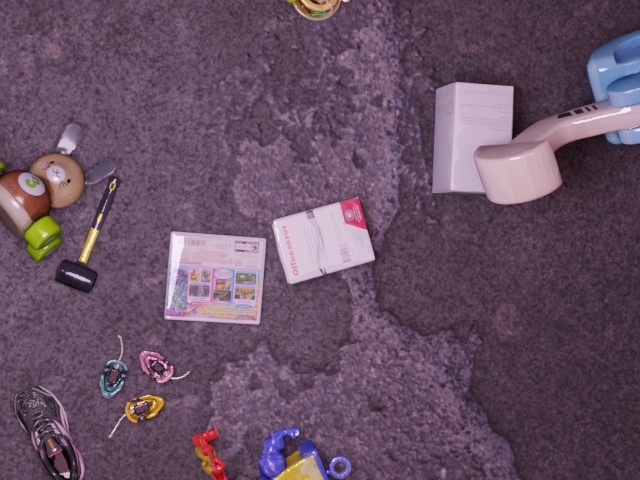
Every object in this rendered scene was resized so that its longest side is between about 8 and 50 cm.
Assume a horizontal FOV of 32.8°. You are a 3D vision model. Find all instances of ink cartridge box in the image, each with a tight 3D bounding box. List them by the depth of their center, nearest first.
[{"bbox_3d":[0.000,0.000,1.782,0.150,0.063,0.109,-15,94,-10],"label":"ink cartridge box"}]

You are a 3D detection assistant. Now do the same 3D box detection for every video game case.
[{"bbox_3d":[-0.172,0.062,1.772,0.157,0.019,0.143,4,91,-12],"label":"video game case"}]

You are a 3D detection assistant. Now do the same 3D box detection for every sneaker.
[{"bbox_3d":[-0.419,0.308,1.697,0.072,0.077,0.178,-32,96,-10],"label":"sneaker"}]

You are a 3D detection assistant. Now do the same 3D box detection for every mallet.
[{"bbox_3d":[-0.369,-0.014,1.725,0.062,0.039,0.189,14,84,-9],"label":"mallet"}]

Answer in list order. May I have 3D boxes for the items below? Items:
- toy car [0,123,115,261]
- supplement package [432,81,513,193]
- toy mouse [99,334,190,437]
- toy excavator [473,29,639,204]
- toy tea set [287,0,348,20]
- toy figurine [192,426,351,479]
[{"bbox_3d":[-0.413,-0.091,1.667,0.188,0.149,0.155,-42,88,-19],"label":"toy car"},{"bbox_3d":[0.252,-0.166,1.808,0.105,0.105,0.179,3,90,-13],"label":"supplement package"},{"bbox_3d":[-0.297,0.216,1.743,0.161,0.031,0.143,-26,96,-10],"label":"toy mouse"},{"bbox_3d":[0.492,-0.215,1.768,0.445,0.433,0.222,-15,113,22],"label":"toy excavator"},{"bbox_3d":[0.035,-0.469,1.748,0.336,0.124,0.200,-22,95,-10],"label":"toy tea set"},{"bbox_3d":[-0.030,0.431,1.729,0.217,0.191,0.362,-26,97,-15],"label":"toy figurine"}]
